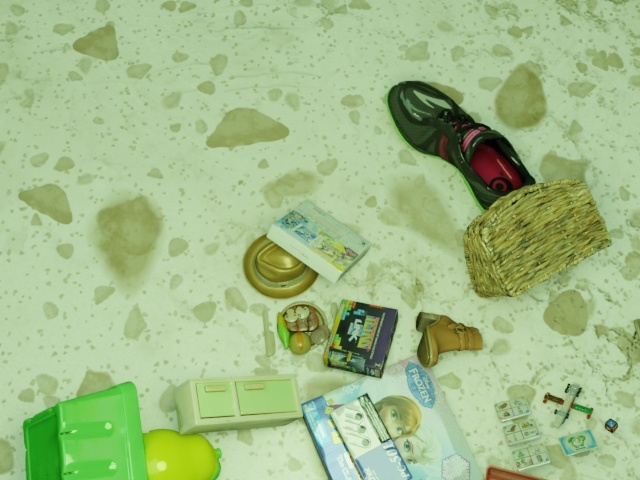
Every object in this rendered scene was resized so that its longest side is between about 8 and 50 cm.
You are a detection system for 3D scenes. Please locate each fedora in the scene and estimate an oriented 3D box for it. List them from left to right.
[{"bbox_3d":[-0.095,0.049,2.006,0.194,0.079,0.195,0,69,-1],"label":"fedora"}]

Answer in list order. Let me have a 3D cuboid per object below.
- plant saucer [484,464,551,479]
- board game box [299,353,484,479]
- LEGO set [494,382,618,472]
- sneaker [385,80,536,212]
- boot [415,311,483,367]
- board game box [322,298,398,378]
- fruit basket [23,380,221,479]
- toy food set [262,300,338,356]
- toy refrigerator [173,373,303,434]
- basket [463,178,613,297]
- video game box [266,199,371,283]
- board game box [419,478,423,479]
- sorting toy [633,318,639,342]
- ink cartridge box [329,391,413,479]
[{"bbox_3d":[0.457,0.649,1.790,0.258,0.048,0.259,15,69,-6],"label":"plant saucer"},{"bbox_3d":[0.157,0.459,1.861,0.317,0.066,0.319,-22,71,-10],"label":"board game box"},{"bbox_3d":[0.540,0.423,1.869,0.244,0.060,0.183,-18,43,5],"label":"LEGO set"},{"bbox_3d":[0.369,-0.254,2.069,0.483,0.202,0.185,43,73,14],"label":"sneaker"},{"bbox_3d":[0.304,0.237,1.905,0.152,0.073,0.197,15,31,-5],"label":"boot"},{"bbox_3d":[0.096,0.227,1.923,0.141,0.048,0.170,8,52,16],"label":"board game box"},{"bbox_3d":[-0.418,0.501,1.770,0.392,0.282,0.392,26,50,-36],"label":"fruit basket"},{"bbox_3d":[-0.042,0.207,1.968,0.191,0.038,0.133,-8,69,-5],"label":"toy food set"},{"bbox_3d":[-0.176,0.357,1.808,0.269,0.094,0.102,4,63,-35],"label":"toy refrigerator"},{"bbox_3d":[0.485,-0.014,1.944,0.299,0.223,0.214,-27,90,-10],"label":"basket"},{"bbox_3d":[0.000,0.000,1.991,0.205,0.048,0.187,35,31,11],"label":"video game box"},{"bbox_3d":[0.186,0.628,1.758,0.193,0.045,0.147,-38,108,-5],"label":"board game box"},{"bbox_3d":[0.887,0.321,1.953,0.228,0.041,0.308,-7,69,-9],"label":"sorting toy"},{"bbox_3d":[0.109,0.449,1.803,0.097,0.046,0.207,-26,72,-8],"label":"ink cartridge box"}]
